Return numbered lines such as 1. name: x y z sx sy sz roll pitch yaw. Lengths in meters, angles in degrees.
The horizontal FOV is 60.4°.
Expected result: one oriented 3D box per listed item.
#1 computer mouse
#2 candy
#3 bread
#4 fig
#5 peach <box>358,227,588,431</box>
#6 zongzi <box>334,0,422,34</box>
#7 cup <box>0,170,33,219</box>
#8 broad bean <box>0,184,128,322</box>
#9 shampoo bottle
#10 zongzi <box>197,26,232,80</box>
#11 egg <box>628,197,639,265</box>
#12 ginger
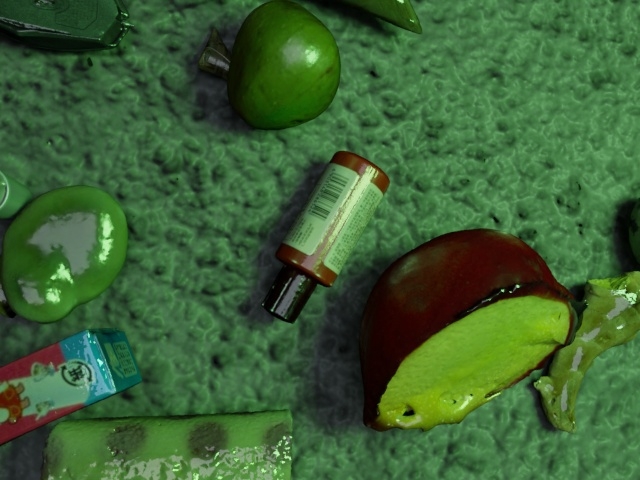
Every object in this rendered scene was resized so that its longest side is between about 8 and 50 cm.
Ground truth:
1. computer mouse: -0.415 -0.353 0.867 0.231 0.071 0.126 0 71 -17
2. candy: -0.425 0.228 0.770 0.306 0.157 0.100 -23 85 -8
3. bread: -0.209 0.344 0.789 0.339 0.155 0.187 1 81 -6
4. fig: -0.062 -0.261 0.849 0.181 0.181 0.191 42 88 -2
5. peach: 0.186 0.126 0.838 0.362 0.201 0.257 -38 130 5
6. zongzi: -0.040 -0.428 0.882 0.323 0.160 0.360 -30 96 -3
7. cup: -0.492 -0.070 0.809 0.104 0.116 0.074 13 85 -7
8. broad bean: -0.393 0.021 0.829 0.169 0.100 0.228 47 70 -9
9. shampoo bottle: 0.000 0.000 0.867 0.104 0.104 0.278 31 82 -3
10. zongzi: -0.155 -0.306 0.914 0.076 0.040 0.083 22 66 -11
11. egg: 0.599 -0.004 0.922 0.141 0.141 0.181 -22 77 -8
12. ginger: 0.460 0.182 0.925 0.131 0.086 0.294 28 91 -13
